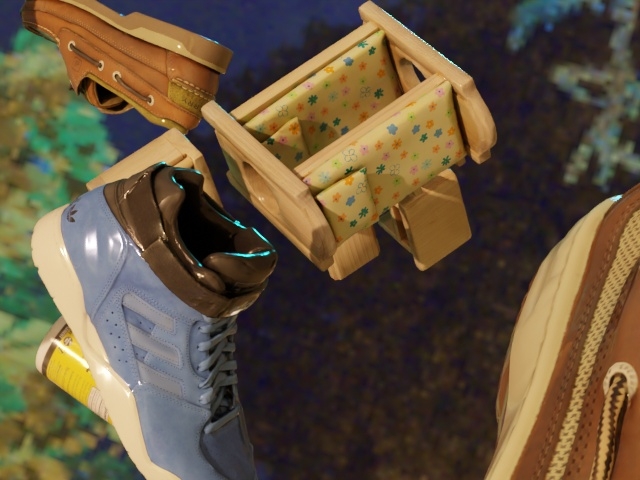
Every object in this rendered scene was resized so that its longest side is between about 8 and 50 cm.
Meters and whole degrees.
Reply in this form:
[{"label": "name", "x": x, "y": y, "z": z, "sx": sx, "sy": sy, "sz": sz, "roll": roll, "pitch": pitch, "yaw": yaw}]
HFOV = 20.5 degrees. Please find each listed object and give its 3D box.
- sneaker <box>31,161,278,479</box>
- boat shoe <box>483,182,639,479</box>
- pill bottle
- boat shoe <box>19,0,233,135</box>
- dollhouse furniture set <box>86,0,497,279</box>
[{"label": "sneaker", "x": -0.048, "y": 0.041, "z": 0.725, "sx": 0.152, "sy": 0.084, "sz": 0.058, "roll": 62, "pitch": -154, "yaw": -3}, {"label": "boat shoe", "x": 0.076, "y": 0.071, "z": 0.363, "sx": 0.095, "sy": 0.095, "sz": 0.257, "roll": -44, "pitch": 25, "yaw": 44}, {"label": "pill bottle", "x": -0.149, "y": 0.102, "z": 1.319, "sx": 0.065, "sy": 0.116, "sz": 0.065, "roll": -52, "pitch": -14, "yaw": -18}, {"label": "boat shoe", "x": -0.223, "y": -0.188, "z": 1.818, "sx": 0.110, "sy": 0.307, "sz": 0.104, "roll": 21, "pitch": -89, "yaw": -44}, {"label": "dollhouse furniture set", "x": 0.000, "y": 0.000, "z": 0.933, "sx": 0.182, "sy": 0.101, "sz": 0.161, "roll": -35, "pitch": -42, "yaw": -14}]
